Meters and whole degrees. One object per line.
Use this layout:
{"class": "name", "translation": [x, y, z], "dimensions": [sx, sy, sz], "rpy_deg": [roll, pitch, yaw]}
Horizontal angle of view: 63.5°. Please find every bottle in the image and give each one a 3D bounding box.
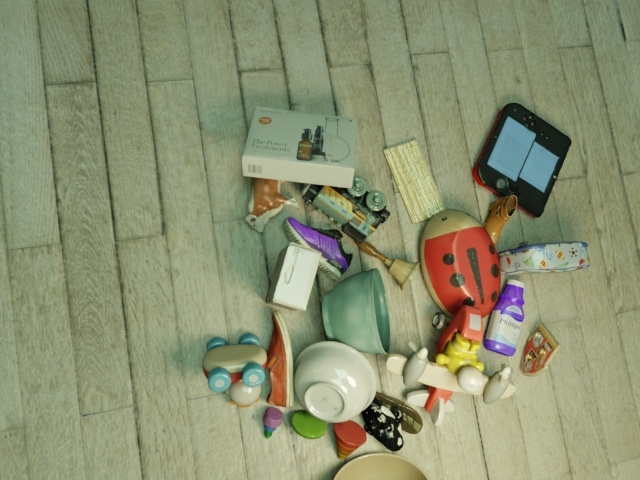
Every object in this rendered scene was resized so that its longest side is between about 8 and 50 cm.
{"class": "bottle", "translation": [0.712, 0.292, 1.969], "dimensions": [0.118, 0.092, 0.283], "rpy_deg": [21, 79, -6]}

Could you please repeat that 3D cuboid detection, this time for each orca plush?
{"class": "orca plush", "translation": [0.204, 0.613, 1.793], "dimensions": [0.151, 0.102, 0.288], "rpy_deg": [-13, 94, 16]}

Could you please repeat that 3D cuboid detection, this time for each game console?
{"class": "game console", "translation": [0.819, -0.331, 2.092], "dimensions": [0.341, 0.060, 0.387], "rpy_deg": [29, 79, -5]}

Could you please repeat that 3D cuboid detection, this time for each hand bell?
{"class": "hand bell", "translation": [0.235, 0.066, 1.917], "dimensions": [0.242, 0.126, 0.126], "rpy_deg": [34, 78, 7]}

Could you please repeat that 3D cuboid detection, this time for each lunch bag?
{"class": "lunch bag", "translation": [0.828, 0.071, 1.951], "dimensions": [0.303, 0.243, 0.115], "rpy_deg": [0, 82, -16]}

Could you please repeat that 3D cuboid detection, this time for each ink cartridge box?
{"class": "ink cartridge box", "translation": [-0.097, 0.129, 1.746], "dimensions": [0.114, 0.273, 0.197], "rpy_deg": [17, 80, -8]}

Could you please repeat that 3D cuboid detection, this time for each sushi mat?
{"class": "sushi mat", "translation": [0.368, -0.228, 2.013], "dimensions": [0.151, 0.019, 0.317], "rpy_deg": [-21, 87, -14]}

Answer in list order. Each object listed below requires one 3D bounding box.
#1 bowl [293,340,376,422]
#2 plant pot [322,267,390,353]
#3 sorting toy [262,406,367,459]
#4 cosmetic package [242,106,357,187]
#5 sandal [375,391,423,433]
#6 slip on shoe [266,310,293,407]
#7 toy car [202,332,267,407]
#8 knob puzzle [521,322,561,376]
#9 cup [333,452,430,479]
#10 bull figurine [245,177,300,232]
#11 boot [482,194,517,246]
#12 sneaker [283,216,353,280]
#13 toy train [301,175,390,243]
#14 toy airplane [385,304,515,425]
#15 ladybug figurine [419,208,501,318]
{"class": "bowl", "translation": [0.031, 0.496, 1.716], "dimensions": [0.297, 0.134, 0.298], "rpy_deg": [6, 112, 15]}
{"class": "plant pot", "translation": [0.119, 0.252, 1.790], "dimensions": [0.196, 0.293, 0.294], "rpy_deg": [-9, 83, 16]}
{"class": "sorting toy", "translation": [-0.030, 0.682, 1.790], "dimensions": [0.365, 0.127, 0.126], "rpy_deg": [14, 110, -6]}
{"class": "cosmetic package", "translation": [-0.065, -0.332, 1.814], "dimensions": [0.376, 0.098, 0.285], "rpy_deg": [6, 47, -1]}
{"class": "sandal", "translation": [0.270, 0.611, 1.862], "dimensions": [0.219, 0.060, 0.090], "rpy_deg": [26, 102, 9]}
{"class": "slip on shoe", "translation": [-0.149, 0.409, 1.783], "dimensions": [0.101, 0.123, 0.332], "rpy_deg": [-2, 88, -7]}
{"class": "toy car", "translation": [-0.280, 0.474, 1.732], "dimensions": [0.210, 0.219, 0.238], "rpy_deg": [-5, 112, -11]}
{"class": "knob puzzle", "translation": [0.797, 0.420, 1.928], "dimensions": [0.029, 0.213, 0.213], "rpy_deg": [23, 79, -7]}
{"class": "cup", "translation": [0.206, 0.912, 1.705], "dimensions": [0.330, 0.331, 0.237], "rpy_deg": [-9, 111, -12]}
{"class": "bull figurine", "translation": [-0.174, -0.183, 1.863], "dimensions": [0.188, 0.101, 0.311], "rpy_deg": [2, 83, -13]}
{"class": "boot", "translation": [0.689, -0.075, 1.983], "dimensions": [0.072, 0.152, 0.197], "rpy_deg": [9, 81, -10]}
{"class": "sneaker", "translation": [0.000, 0.000, 1.878], "dimensions": [0.293, 0.102, 0.146], "rpy_deg": [44, 73, -7]}
{"class": "toy train", "translation": [0.091, -0.141, 1.883], "dimensions": [0.333, 0.142, 0.190], "rpy_deg": [36, 76, -4]}
{"class": "toy airplane", "translation": [0.456, 0.463, 1.778], "dimensions": [0.385, 0.272, 0.385], "rpy_deg": [-28, 103, -8]}
{"class": "ladybug figurine", "translation": [0.538, 0.095, 1.928], "dimensions": [0.304, 0.162, 0.450], "rpy_deg": [-15, 86, -13]}
